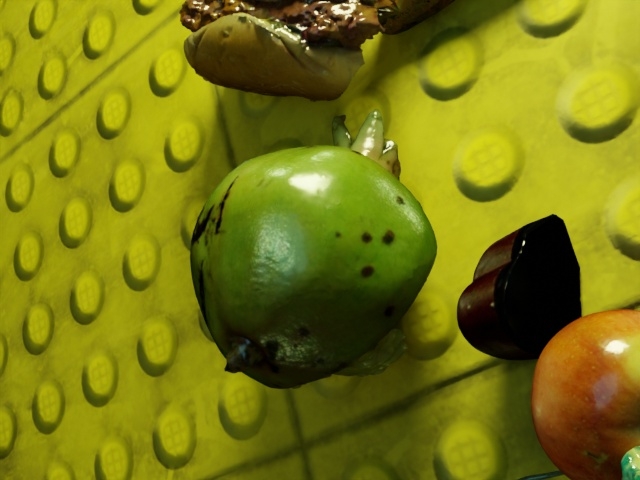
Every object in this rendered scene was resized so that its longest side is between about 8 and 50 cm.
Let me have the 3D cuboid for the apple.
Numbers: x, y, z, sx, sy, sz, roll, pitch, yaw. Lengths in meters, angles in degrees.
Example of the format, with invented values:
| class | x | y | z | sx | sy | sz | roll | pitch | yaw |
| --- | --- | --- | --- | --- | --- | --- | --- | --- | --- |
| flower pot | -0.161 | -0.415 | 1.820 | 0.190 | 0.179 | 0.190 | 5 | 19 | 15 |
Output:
| class | x | y | z | sx | sy | sz | roll | pitch | yaw |
| --- | --- | --- | --- | --- | --- | --- | --- | --- | --- |
| apple | 0.254 | 0.136 | 0.697 | 0.139 | 0.163 | 0.164 | -168 | 92 | -82 |

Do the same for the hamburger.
| class | x | y | z | sx | sy | sz | roll | pitch | yaw |
| --- | --- | --- | --- | --- | --- | --- | --- | --- | --- |
| hamburger | -0.055 | -0.253 | 1.011 | 0.245 | 0.282 | 0.156 | 8 | 96 | -2 |

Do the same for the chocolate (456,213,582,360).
| class | x | y | z | sx | sy | sz | roll | pitch | yaw |
| --- | --- | --- | --- | --- | --- | --- | --- | --- | --- |
| chocolate | 0.190 | 0.055 | 0.802 | 0.080 | 0.125 | 0.149 | -15 | 35 | 45 |

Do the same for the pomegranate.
| class | x | y | z | sx | sy | sz | roll | pitch | yaw |
| --- | --- | --- | --- | --- | --- | --- | --- | --- | --- |
| pomegranate | 0.000 | 0.000 | 0.882 | 0.260 | 0.260 | 0.341 | -13 | 44 | 36 |

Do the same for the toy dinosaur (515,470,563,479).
| class | x | y | z | sx | sy | sz | roll | pitch | yaw |
| --- | --- | --- | --- | --- | --- | --- | --- | --- | --- |
| toy dinosaur | 0.266 | 0.266 | 0.622 | 0.362 | 0.147 | 0.077 | 12 | 99 | 44 |

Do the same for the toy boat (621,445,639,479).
| class | x | y | z | sx | sy | sz | roll | pitch | yaw |
| --- | --- | --- | --- | --- | --- | --- | --- | --- | --- |
| toy boat | 0.344 | 0.177 | 0.598 | 0.109 | 0.292 | 0.099 | -112 | 19 | -47 |

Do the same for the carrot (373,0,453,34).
| class | x | y | z | sx | sy | sz | roll | pitch | yaw |
| --- | --- | --- | --- | --- | --- | --- | --- | --- | --- |
| carrot | 0.148 | -0.301 | 0.927 | 0.228 | 0.069 | 0.069 | -29 | 64 | 33 |
